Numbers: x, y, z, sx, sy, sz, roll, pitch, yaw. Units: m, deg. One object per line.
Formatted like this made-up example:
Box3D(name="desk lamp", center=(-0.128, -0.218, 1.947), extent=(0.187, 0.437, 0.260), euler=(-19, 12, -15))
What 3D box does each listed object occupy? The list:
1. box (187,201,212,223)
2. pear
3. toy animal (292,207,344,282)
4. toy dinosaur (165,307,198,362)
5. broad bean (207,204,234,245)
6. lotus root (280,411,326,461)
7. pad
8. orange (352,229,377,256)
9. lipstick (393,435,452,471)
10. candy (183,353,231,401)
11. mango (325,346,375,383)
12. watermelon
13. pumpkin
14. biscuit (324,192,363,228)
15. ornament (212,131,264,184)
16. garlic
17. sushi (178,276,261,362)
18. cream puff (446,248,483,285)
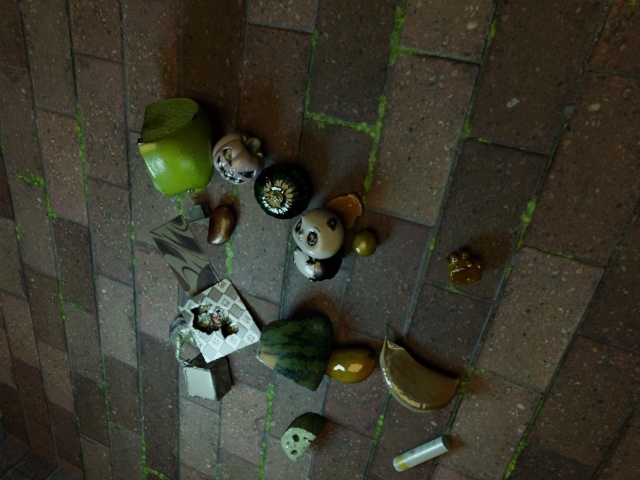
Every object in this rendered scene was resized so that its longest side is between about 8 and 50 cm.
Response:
Box3D(name="box", center=(-0.474, -0.109, 1.741), extent=(0.084, 0.060, 0.063), euler=(-15, 100, 29))
Box3D(name="pear", center=(-0.474, -0.299, 1.539), extent=(0.238, 0.343, 0.318), euler=(-14, 131, -5))
Box3D(name="toy animal", center=(-0.007, 0.005, 1.506), extent=(0.187, 0.165, 0.235), euler=(43, 145, 39))
Box3D(name="toy dinosaur", center=(-0.608, 0.416, 2.011), extent=(0.162, 0.077, 0.294), euler=(43, 102, 12))
Box3D(name="broad bean", center=(-0.383, -0.057, 1.708), extent=(0.114, 0.084, 0.165), euler=(18, 111, 19))
Box3D(name="lotus root", center=(-0.081, 0.847, 1.940), extent=(0.138, 0.119, 0.235), euler=(39, 122, 4))
Box3D(name="pad", center=(-0.578, 0.072, 1.892), extent=(0.219, 0.004, 0.330), euler=(-23, 101, 29))
Box3D(name="orange", center=(0.150, 0.009, 1.505), extent=(0.085, 0.085, 0.095), euler=(20, 120, 15))
Box3D(name="lipstick", center=(0.402, 0.849, 1.765), extent=(0.059, 0.059, 0.264), euler=(46, 121, -1))
Box3D(name="candy", center=(-0.516, 0.621, 2.021), extent=(0.184, 0.137, 0.195), euler=(1, 110, 23))
Box3D(name="mango", center=(0.096, 0.482, 1.710), extent=(0.253, 0.113, 0.139), euler=(-12, 106, 29))
Box3D(name="watermelon", center=(-0.126, 0.442, 1.701), extent=(0.282, 0.251, 0.293), euler=(12, 144, -23))
Box3D(name="pumpkin", center=(-0.131, -0.165, 1.516), extent=(0.201, 0.140, 0.202), euler=(7, 118, 13))
Box3D(name="biscuit", center=(0.083, -0.099, 1.522), extent=(0.140, 0.023, 0.118), euler=(-11, 109, 27))
Box3D(name="ornament", center=(-0.272, -0.285, 1.512), extent=(0.177, 0.177, 0.178), euler=(9, 115, 20))
Box3D(name="garlic", center=(0.323, 0.485, 1.623), extent=(0.338, 0.151, 0.196), euler=(36, 94, 14))
Box3D(name="sushi", center=(-0.422, 0.338, 1.902), extent=(0.292, 0.059, 0.294), euler=(-28, 89, 15))
Box3D(name="cream puff", center=(0.452, 0.084, 1.405), extent=(0.122, 0.094, 0.116), euler=(27, 126, -16))
